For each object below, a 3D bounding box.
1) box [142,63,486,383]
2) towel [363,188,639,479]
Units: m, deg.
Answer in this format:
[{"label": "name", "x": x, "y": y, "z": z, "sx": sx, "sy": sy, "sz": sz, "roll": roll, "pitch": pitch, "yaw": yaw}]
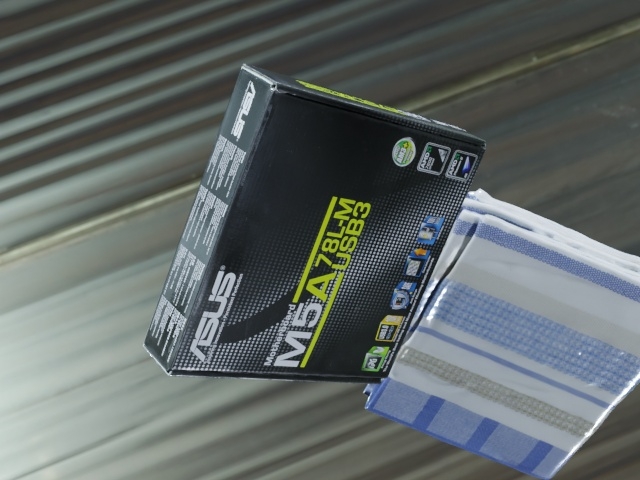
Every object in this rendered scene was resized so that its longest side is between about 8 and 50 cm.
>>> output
[{"label": "box", "x": 0.000, "y": 0.000, "z": 0.665, "sx": 0.045, "sy": 0.184, "sz": 0.191, "roll": 36, "pitch": 110, "yaw": 44}, {"label": "towel", "x": 0.169, "y": 0.094, "z": 0.906, "sx": 0.034, "sy": 0.209, "sz": 0.285, "roll": -67, "pitch": 0, "yaw": -47}]
